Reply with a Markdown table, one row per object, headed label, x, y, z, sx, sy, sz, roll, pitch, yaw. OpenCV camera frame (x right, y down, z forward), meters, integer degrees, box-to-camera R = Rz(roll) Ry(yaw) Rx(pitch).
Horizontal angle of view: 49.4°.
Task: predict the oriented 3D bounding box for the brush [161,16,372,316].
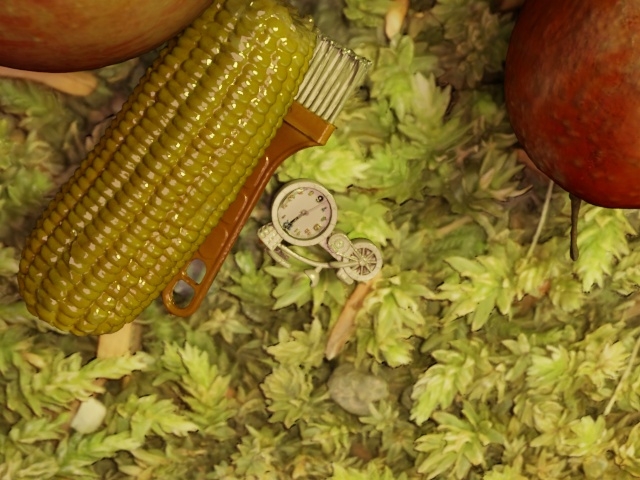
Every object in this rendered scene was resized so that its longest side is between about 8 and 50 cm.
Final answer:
| label | x | y | z | sx | sy | sz | roll | pitch | yaw |
| --- | --- | --- | --- | --- | --- | --- | --- | --- | --- |
| brush | -0.069 | -0.053 | 0.661 | 0.090 | 0.017 | 0.314 | 35 | 105 | 12 |

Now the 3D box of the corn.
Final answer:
| label | x | y | z | sx | sy | sz | roll | pitch | yaw |
| --- | --- | --- | --- | --- | --- | --- | --- | --- | --- |
| corn | -0.130 | -0.067 | 0.602 | 0.131 | 0.131 | 0.344 | 34 | 104 | -17 |

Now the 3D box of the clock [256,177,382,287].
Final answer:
| label | x | y | z | sx | sy | sz | roll | pitch | yaw |
| --- | --- | --- | --- | --- | --- | --- | --- | --- | --- |
| clock | 0.000 | 0.000 | 0.689 | 0.129 | 0.041 | 0.087 | 41 | 96 | -12 |

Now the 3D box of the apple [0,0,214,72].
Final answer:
| label | x | y | z | sx | sy | sz | roll | pitch | yaw |
| --- | --- | --- | --- | --- | --- | --- | --- | --- | --- |
| apple | -0.167 | -0.281 | 0.431 | 0.269 | 0.345 | 0.345 | -8 | 110 | -15 |

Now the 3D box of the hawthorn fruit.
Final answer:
| label | x | y | z | sx | sy | sz | roll | pitch | yaw |
| --- | --- | --- | --- | --- | --- | --- | --- | --- | --- |
| hawthorn fruit | 0.260 | -0.136 | 0.572 | 0.235 | 0.231 | 0.263 | 41 | 95 | -7 |
